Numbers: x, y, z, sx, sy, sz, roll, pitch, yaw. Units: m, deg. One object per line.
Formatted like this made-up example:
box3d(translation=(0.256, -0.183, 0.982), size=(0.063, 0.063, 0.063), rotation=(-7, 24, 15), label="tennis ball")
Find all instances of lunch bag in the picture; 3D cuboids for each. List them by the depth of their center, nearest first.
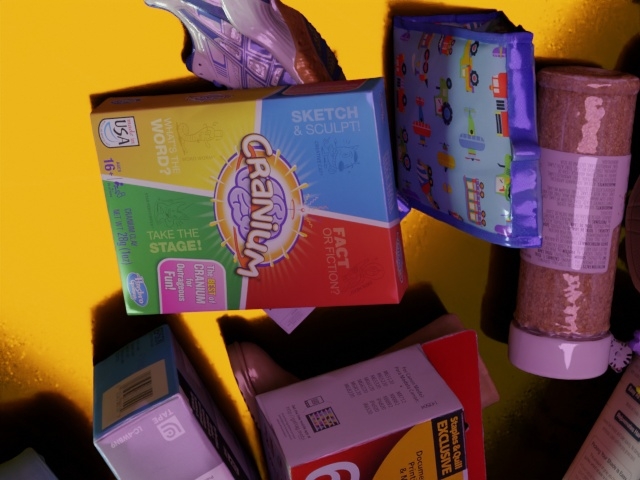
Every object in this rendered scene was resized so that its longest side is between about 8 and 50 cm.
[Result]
box3d(translation=(0.173, -0.123, 1.537), size=(0.138, 0.293, 0.221), rotation=(-5, 104, -8), label="lunch bag")

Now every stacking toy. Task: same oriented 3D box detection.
box3d(translation=(0.417, 0.084, 1.693), size=(0.052, 0.167, 0.221), rotation=(29, 96, -16), label="stacking toy")

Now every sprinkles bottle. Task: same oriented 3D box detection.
box3d(translation=(0.295, -0.021, 1.670), size=(0.121, 0.121, 0.356), rotation=(2, 103, -10), label="sprinkles bottle")

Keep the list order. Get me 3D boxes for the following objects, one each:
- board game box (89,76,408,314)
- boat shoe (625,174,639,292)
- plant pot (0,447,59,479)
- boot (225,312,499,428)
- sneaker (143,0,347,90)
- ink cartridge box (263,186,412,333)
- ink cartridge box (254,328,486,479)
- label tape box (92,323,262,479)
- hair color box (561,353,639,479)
box3d(translation=(-0.075, -0.045, 1.561), size=(0.316, 0.064, 0.242), rotation=(-4, 109, 15), label="board game box")
box3d(translation=(0.422, -0.076, 1.659), size=(0.109, 0.098, 0.302), rotation=(4, 83, 24), label="boat shoe")
box3d(translation=(-0.366, 0.379, 1.592), size=(0.255, 0.271, 0.272), rotation=(-38, 107, -14), label="plant pot")
box3d(translation=(0.048, 0.158, 1.694), size=(0.269, 0.089, 0.236), rotation=(-28, 119, -1), label="boot")
box3d(translation=(-0.076, -0.207, 1.589), size=(0.131, 0.112, 0.296), rotation=(-30, 108, 21), label="sneaker")
box3d(translation=(0.000, 0.000, 1.638), size=(0.097, 0.046, 0.207), rotation=(42, 104, -6), label="ink cartridge box")
box3d(translation=(0.089, 0.285, 1.644), size=(0.271, 0.130, 0.310), rotation=(-18, 128, -12), label="ink cartridge box")
box3d(translation=(-0.123, 0.292, 1.606), size=(0.115, 0.249, 0.348), rotation=(-32, 106, -1), label="label tape box")
box3d(translation=(0.403, 0.264, 1.729), size=(0.105, 0.174, 0.347), rotation=(26, 98, -14), label="hair color box")
